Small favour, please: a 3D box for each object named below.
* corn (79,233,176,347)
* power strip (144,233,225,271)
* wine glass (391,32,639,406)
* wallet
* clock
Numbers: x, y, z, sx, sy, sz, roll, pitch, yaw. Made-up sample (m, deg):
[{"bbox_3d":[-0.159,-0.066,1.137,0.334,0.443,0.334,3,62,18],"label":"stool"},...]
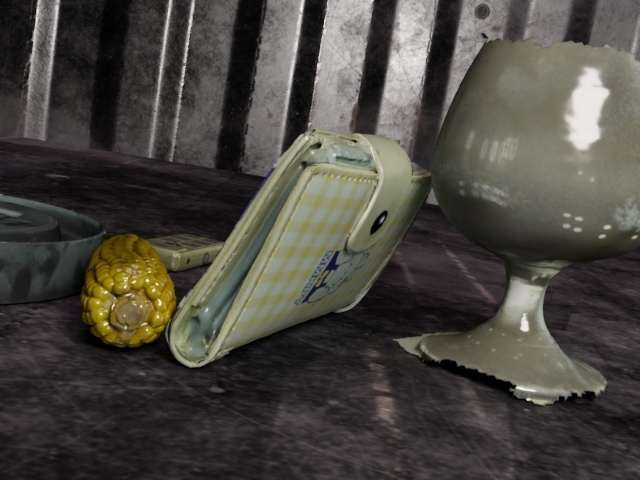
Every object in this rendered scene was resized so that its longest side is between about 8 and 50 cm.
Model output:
[{"bbox_3d":[-0.177,0.040,0.774,0.080,0.080,0.231,7,7,-14],"label":"corn"},{"bbox_3d":[-0.185,0.014,1.091,0.076,0.028,0.169,13,9,17],"label":"power strip"},{"bbox_3d":[0.210,-0.026,0.810,0.238,0.323,0.238,11,7,-1],"label":"wine glass"},{"bbox_3d":[0.000,0.000,0.790,0.077,0.223,0.309,40,17,15],"label":"wallet"},{"bbox_3d":[-0.386,-0.004,0.866,0.319,0.066,0.319,9,8,-1],"label":"clock"}]
